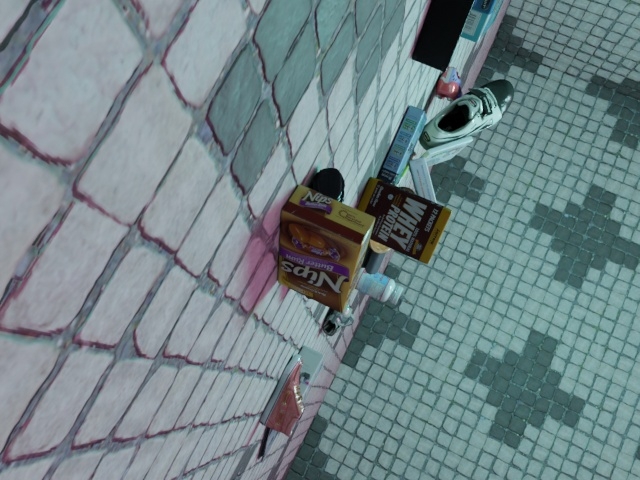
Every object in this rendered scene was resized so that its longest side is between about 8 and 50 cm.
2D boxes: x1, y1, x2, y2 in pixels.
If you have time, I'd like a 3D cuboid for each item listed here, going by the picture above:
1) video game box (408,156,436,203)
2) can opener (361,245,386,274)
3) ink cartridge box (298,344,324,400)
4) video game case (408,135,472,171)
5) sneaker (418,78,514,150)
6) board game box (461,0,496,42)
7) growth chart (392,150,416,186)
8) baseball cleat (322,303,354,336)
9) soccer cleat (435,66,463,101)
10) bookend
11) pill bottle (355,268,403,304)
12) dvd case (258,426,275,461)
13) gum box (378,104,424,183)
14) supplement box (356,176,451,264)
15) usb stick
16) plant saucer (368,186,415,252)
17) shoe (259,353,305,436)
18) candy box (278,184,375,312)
[{"bbox_3d":[0.286,-0.135,1.575,0.205,0.048,0.187,-48,125,-79],"label":"video game box"},{"bbox_3d":[0.169,-0.030,1.691,0.095,0.076,0.283,-2,121,-43],"label":"can opener"},{"bbox_3d":[-0.060,0.365,1.416,0.181,0.062,0.104,-59,168,-29],"label":"ink cartridge box"},{"bbox_3d":[0.358,-0.258,1.713,0.157,0.019,0.143,-20,171,-19],"label":"video game case"},{"bbox_3d":[0.449,-0.378,1.670,0.331,0.122,0.146,-35,175,-8],"label":"sneaker"},{"bbox_3d":[0.456,-0.687,1.502,0.336,0.079,0.253,-51,163,-53],"label":"board game box"},{"bbox_3d":[0.248,-0.240,1.676,0.172,0.021,0.237,-62,169,-14],"label":"growth chart"},{"bbox_3d":[0.048,0.238,1.699,0.109,0.072,0.206,-49,162,-11],"label":"baseball cleat"},{"bbox_3d":[0.402,-0.473,1.746,0.248,0.083,0.095,-31,140,-68],"label":"soccer cleat"},{"bbox_3d":[0.252,-0.427,1.095,0.156,0.072,0.157,-52,164,-53],"label":"bookend"},{"bbox_3d":[0.200,0.158,1.970,0.087,0.160,0.087,-62,170,-19],"label":"pill bottle"},{"bbox_3d":[-0.112,0.485,1.559,0.164,0.018,0.221,-55,166,-47],"label":"dvd case"},{"bbox_3d":[0.206,-0.231,1.413,0.184,0.041,0.157,-67,170,10],"label":"gum box"},{"bbox_3d":[0.192,-0.050,1.337,0.129,0.194,0.191,-67,170,9],"label":"supplement box"},{"bbox_3d":[0.000,0.000,0.868,0.278,0.045,0.077,100,-6,-57],"label":"usb stick"},{"bbox_3d":[0.191,-0.060,1.582,0.200,0.037,0.200,-30,136,-34],"label":"plant saucer"},{"bbox_3d":[-0.064,0.357,1.317,0.178,0.081,0.063,-62,170,-15],"label":"shoe"},{"bbox_3d":[0.002,0.018,0.772,0.053,0.109,0.186,-60,168,-30],"label":"candy box"}]
